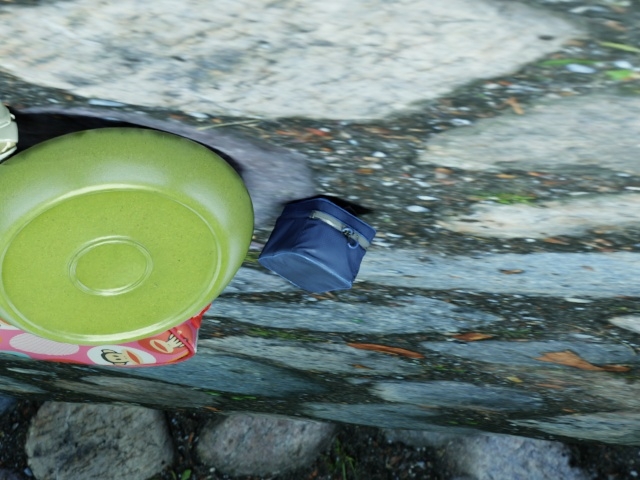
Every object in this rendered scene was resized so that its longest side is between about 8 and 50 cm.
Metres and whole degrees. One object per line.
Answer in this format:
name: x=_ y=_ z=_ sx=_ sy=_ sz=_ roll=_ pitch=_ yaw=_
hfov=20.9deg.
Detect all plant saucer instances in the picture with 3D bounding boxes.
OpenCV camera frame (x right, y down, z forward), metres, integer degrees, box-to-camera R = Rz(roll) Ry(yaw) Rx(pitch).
plant saucer: x=-0.168 y=0.010 z=1.376 sx=0.241 sy=0.037 sz=0.241 roll=-8 pitch=137 yaw=-8

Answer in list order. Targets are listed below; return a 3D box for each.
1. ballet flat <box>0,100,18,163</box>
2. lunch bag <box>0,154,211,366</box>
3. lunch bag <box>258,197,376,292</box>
ballet flat: x=-0.258 y=-0.080 z=1.292 sx=0.070 sy=0.070 sz=0.188 roll=8 pitch=172 yaw=3
lunch bag: x=-0.221 y=0.026 z=1.548 sx=0.258 sy=0.120 sz=0.293 roll=2 pitch=158 yaw=14
lunch bag: x=0.000 y=0.000 z=1.475 sx=0.067 sy=0.065 sz=0.098 roll=32 pitch=160 yaw=-24
